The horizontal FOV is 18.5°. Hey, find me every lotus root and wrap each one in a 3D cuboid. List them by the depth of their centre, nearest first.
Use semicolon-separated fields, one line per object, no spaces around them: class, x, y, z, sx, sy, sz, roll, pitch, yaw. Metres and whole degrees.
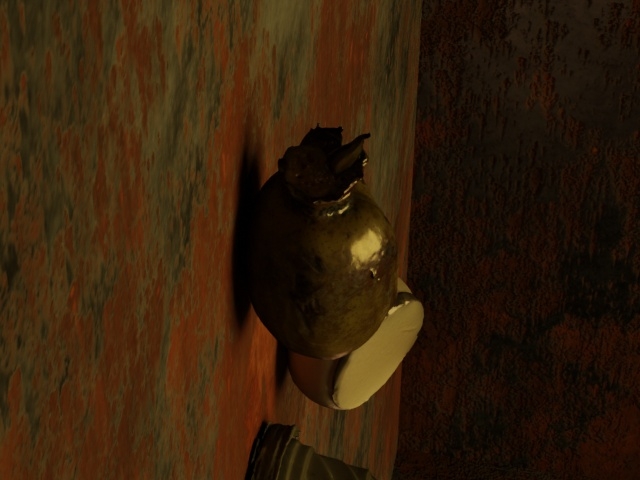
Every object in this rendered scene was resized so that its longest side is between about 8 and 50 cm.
lotus root;-0.002;0.000;1.814;0.278;0.154;0.154;91;10;-53

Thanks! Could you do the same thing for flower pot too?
flower pot;-0.009;0.317;2.139;0.235;0.140;0.235;6;90;-85

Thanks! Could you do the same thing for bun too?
bun;0.023;0.101;2.223;0.173;0.120;0.173;-42;152;-28
